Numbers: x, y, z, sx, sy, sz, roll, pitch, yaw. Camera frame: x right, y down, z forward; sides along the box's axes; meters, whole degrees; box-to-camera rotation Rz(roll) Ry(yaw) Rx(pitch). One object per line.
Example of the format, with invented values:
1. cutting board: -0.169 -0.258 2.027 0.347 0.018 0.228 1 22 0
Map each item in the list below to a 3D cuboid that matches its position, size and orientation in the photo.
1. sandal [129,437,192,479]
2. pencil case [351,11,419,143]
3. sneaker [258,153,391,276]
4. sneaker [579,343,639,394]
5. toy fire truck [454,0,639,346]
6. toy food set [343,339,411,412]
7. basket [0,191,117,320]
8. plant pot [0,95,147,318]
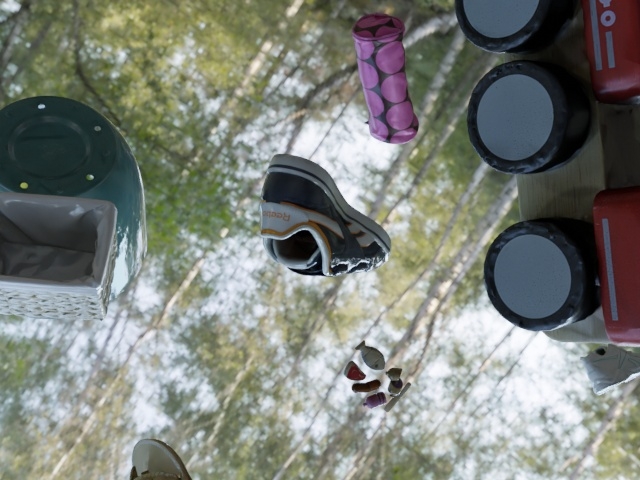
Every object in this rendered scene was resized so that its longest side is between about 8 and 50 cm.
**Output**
1. sandal: -0.194 0.319 1.051 0.079 0.088 0.240 -4 -154 -43
2. pencil case: 0.103 -0.256 1.370 0.095 0.209 0.098 10 -131 21
3. sneaker: 0.000 0.000 1.282 0.126 0.128 0.321 7 161 32
4. sneaker: 0.424 0.172 1.240 0.152 0.054 0.061 -6 -121 -44
5. toy fire truck: 0.217 -0.065 0.423 0.246 0.217 0.158 -5 -178 42
6. toy food set: 0.078 0.201 1.239 0.122 0.078 0.019 39 -178 -31
7. basket: -0.317 0.020 0.988 0.167 0.103 0.113 5 -119 -4
8. plant pot: -0.393 -0.069 1.277 0.293 0.235 0.293 7 -124 -11
